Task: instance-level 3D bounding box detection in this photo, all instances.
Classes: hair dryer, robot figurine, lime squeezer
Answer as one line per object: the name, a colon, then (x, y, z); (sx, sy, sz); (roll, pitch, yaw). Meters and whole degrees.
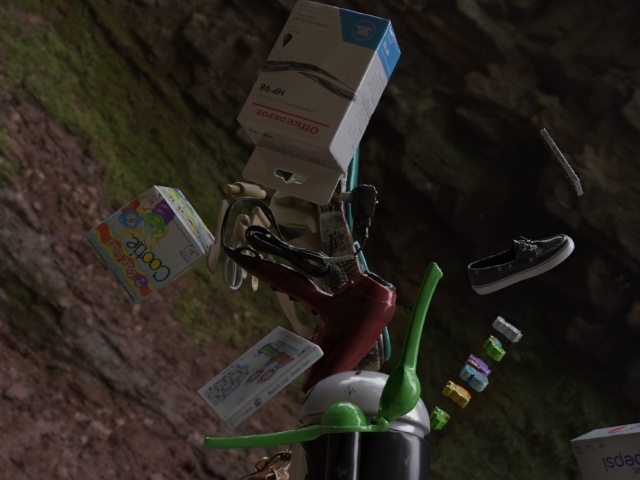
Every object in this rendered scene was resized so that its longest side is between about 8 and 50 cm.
hair dryer: (-0.008, 0.074, 1.122); (0.080, 0.223, 0.294); (13, 68, -79)
robot figurine: (0.042, 0.296, 0.978); (0.173, 0.278, 0.209); (18, -26, -24)
lime squeezer: (0.035, 0.157, 0.847); (0.110, 0.310, 0.059); (58, -14, -17)

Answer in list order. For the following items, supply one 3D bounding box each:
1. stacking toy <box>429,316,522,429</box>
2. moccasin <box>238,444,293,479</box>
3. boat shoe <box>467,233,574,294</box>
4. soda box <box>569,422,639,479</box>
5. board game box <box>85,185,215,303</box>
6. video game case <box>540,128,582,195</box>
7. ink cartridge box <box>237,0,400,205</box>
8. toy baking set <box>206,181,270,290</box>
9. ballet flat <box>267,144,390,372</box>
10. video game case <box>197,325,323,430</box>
stacking toy: (0.258, 0.221, 1.344); (0.052, 0.167, 0.221); (36, 14, 11)
moccasin: (-0.100, 0.499, 1.582); (0.147, 0.380, 0.139); (25, -55, 6)
boat shoe: (0.415, 0.033, 1.711); (0.076, 0.228, 0.080); (60, 15, -22)
soda box: (0.615, 0.396, 1.526); (0.286, 0.091, 0.098); (-32, -107, 54)
board game box: (-0.286, 0.000, 1.442); (0.144, 0.142, 0.275); (54, 0, -4)
video game case: (0.453, -0.146, 1.530); (0.122, 0.011, 0.087); (63, 13, 23)
ink cartridge box: (-0.007, -0.136, 0.792); (0.104, 0.180, 0.060); (20, -14, 21)
toy baking set: (-0.135, -0.009, 1.448); (0.030, 0.197, 0.256); (-4, -6, 18)
ballet flat: (0.000, 0.000, 1.365); (0.182, 0.483, 0.164); (-4, -30, -2)
video game case: (-0.080, 0.169, 1.028); (0.019, 0.143, 0.157); (56, -15, -15)
